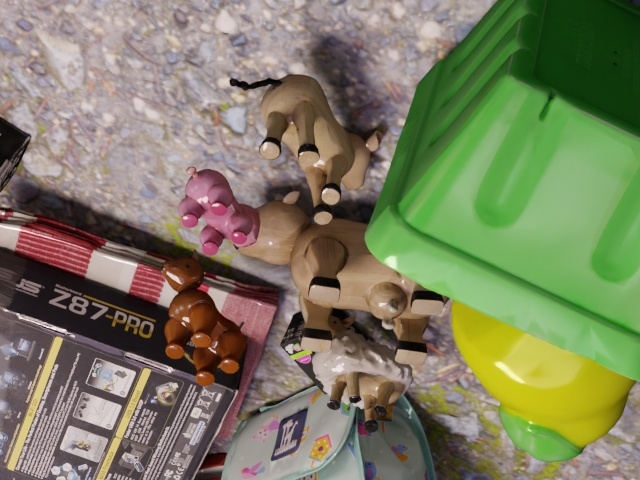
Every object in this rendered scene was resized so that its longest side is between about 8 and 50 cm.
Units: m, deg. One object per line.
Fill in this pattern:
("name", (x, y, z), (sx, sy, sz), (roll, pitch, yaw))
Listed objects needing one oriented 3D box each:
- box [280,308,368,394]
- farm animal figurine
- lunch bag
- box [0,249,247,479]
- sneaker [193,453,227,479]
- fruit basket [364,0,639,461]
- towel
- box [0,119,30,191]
("box", (0.009, 0.117, 1.628), (0.062, 0.052, 0.083), (-22, 119, 36))
("farm animal figurine", (0.000, 0.000, 1.465), (0.326, 0.172, 0.330), (22, 127, -15))
("lunch bag", (0.011, 0.289, 1.666), (0.223, 0.262, 0.160), (-29, 157, 36))
("box", (-0.295, 0.218, 1.693), (0.318, 0.097, 0.395), (19, 129, -9))
("sneaker", (-0.178, 0.344, 1.878), (0.221, 0.087, 0.128), (-6, 126, 27))
("fruit basket", (0.180, 0.002, 1.244), (0.282, 0.392, 0.392), (25, 134, -1))
("towel", (-0.230, 0.098, 1.669), (0.329, 0.037, 0.237), (18, 128, -6))
("box", (-0.494, -0.089, 1.503), (0.322, 0.257, 0.079), (30, 133, -7))
